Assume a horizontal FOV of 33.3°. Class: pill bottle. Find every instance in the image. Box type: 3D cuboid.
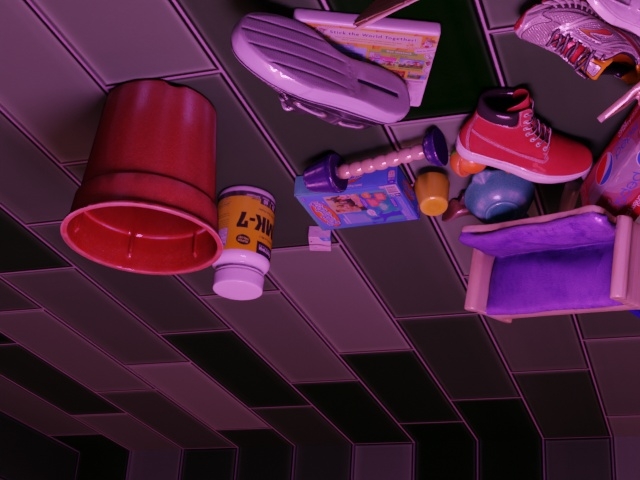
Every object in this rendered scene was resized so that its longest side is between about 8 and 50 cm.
[{"bbox_3d":[-0.156,0.006,2.143,0.119,0.208,0.119,3,154,1],"label":"pill bottle"}]

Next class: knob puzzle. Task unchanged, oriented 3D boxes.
[{"bbox_3d":[0.517,-0.247,1.609,0.213,0.030,0.213,-38,173,-6],"label":"knob puzzle"}]

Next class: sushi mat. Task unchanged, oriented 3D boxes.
[{"bbox_3d":[0.190,-0.367,1.420,0.316,0.151,0.019,-18,113,38],"label":"sushi mat"}]

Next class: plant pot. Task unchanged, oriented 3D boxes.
[{"bbox_3d":[-0.292,-0.116,1.852,0.272,0.265,0.272,3,154,1],"label":"plant pot"}]

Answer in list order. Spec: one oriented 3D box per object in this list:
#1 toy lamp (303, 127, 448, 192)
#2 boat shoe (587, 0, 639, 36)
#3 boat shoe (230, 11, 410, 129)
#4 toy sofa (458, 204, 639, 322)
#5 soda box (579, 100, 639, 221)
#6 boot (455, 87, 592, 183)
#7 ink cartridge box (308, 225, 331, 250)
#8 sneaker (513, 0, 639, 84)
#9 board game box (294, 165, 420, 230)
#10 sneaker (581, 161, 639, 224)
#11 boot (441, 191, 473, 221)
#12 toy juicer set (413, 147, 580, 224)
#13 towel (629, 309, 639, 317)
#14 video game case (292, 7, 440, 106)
[{"bbox_3d":[0.096,-0.141,1.963,0.274,0.080,0.080,-12,150,26],"label":"toy lamp"},{"bbox_3d":[0.453,-0.336,1.532,0.184,0.066,0.063,22,135,-28],"label":"boat shoe"},{"bbox_3d":[-0.014,-0.239,1.665,0.335,0.121,0.119,21,145,-34],"label":"boat shoe"},{"bbox_3d":[0.414,0.051,1.934,0.177,0.150,0.362,20,162,-35],"label":"toy sofa"},{"bbox_3d":[0.540,-0.139,1.814,0.092,0.083,0.263,13,137,-11],"label":"soda box"},{"bbox_3d":[0.371,-0.184,1.827,0.244,0.088,0.176,11,152,-7],"label":"boot"},{"bbox_3d":[0.000,0.000,2.313,0.048,0.028,0.083,2,154,4],"label":"ink cartridge box"},{"bbox_3d":[0.394,-0.293,1.587,0.225,0.093,0.088,11,153,-13],"label":"sneaker"},{"bbox_3d":[0.074,-0.083,2.112,0.210,0.047,0.160,-6,153,19],"label":"board game box"},{"bbox_3d":[0.593,-0.099,1.984,0.151,0.094,0.256,-39,121,24],"label":"sneaker"},{"bbox_3d":[0.303,-0.062,2.131,0.087,0.042,0.118,10,154,-16],"label":"boot"},{"bbox_3d":[0.358,-0.102,2.012,0.329,0.089,0.209,17,134,-17],"label":"toy juicer set"},{"bbox_3d":[0.711,0.105,2.172,0.308,0.076,0.227,1,-162,-30],"label":"towel"},{"bbox_3d":[0.064,-0.290,1.718,0.227,0.026,0.206,6,154,-2],"label":"video game case"}]
